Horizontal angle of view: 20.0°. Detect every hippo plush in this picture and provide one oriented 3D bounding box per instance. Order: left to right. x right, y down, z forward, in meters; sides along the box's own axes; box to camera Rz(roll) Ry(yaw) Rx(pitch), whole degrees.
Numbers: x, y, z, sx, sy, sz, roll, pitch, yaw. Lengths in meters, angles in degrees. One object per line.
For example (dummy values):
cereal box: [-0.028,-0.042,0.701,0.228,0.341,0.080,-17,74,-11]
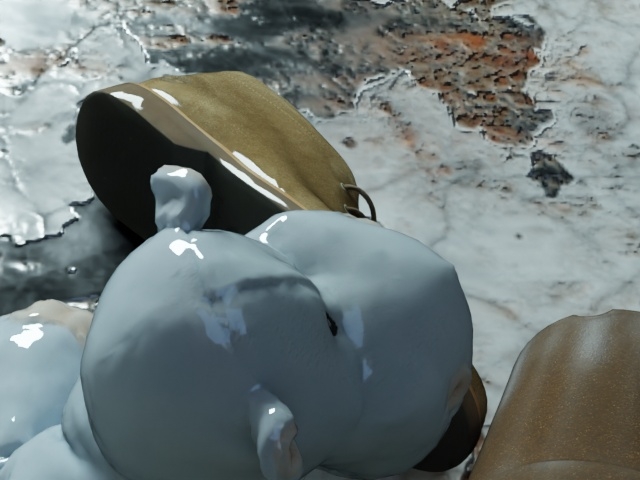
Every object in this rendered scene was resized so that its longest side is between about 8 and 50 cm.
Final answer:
hippo plush: [-0.068,0.064,0.808,0.294,0.237,0.234,-4,48,-34]

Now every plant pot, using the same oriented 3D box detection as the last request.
plant pot: [0.140,0.133,0.886,0.167,0.167,0.165,17,41,5]

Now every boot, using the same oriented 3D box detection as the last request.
boot: [0.000,0.000,1.006,0.115,0.112,0.305,-22,55,-38]
